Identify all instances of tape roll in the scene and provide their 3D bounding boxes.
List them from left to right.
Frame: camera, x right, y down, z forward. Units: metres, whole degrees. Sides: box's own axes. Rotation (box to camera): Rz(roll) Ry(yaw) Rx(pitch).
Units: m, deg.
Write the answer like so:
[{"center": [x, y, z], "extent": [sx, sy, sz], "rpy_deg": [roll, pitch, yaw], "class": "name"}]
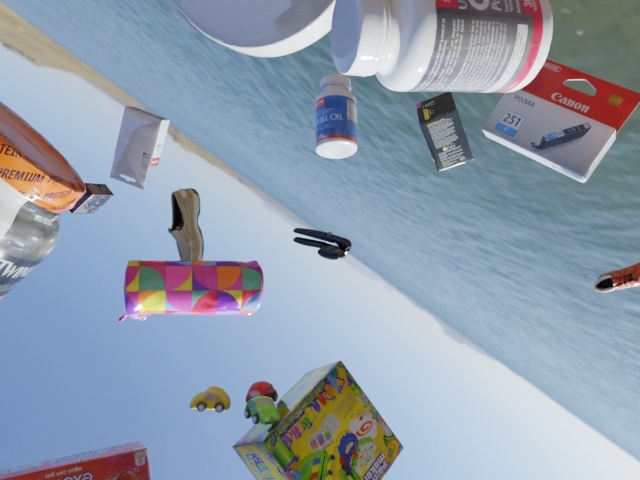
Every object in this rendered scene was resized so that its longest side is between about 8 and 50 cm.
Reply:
[{"center": [-0.100, -0.531, 0.900], "extent": [0.392, 0.392, 0.072], "rpy_deg": [36, -165, 11], "class": "tape roll"}]

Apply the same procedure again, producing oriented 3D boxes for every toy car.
[{"center": [-0.165, 0.380, 1.200], "extent": [0.239, 0.053, 0.225], "rpy_deg": [4, 177, -35], "class": "toy car"}]

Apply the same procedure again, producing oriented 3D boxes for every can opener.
[{"center": [0.000, 0.000, 1.267], "extent": [0.186, 0.059, 0.073], "rpy_deg": [22, -163, 39], "class": "can opener"}]

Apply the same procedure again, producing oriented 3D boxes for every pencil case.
[{"center": [-0.215, 0.083, 0.859], "extent": [0.236, 0.105, 0.104], "rpy_deg": [-1, -167, -17], "class": "pencil case"}]

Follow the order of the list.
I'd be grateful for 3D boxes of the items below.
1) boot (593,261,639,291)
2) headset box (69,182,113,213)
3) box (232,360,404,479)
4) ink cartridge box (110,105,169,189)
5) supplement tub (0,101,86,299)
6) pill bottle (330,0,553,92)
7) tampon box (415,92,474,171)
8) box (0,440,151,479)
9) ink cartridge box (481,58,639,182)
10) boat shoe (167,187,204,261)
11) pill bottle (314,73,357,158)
[{"center": [0.748, 0.092, 1.230], "extent": [0.084, 0.158, 0.059], "rpy_deg": [-8, -104, -43], "class": "boot"}, {"center": [-0.468, -0.084, 1.019], "extent": [0.032, 0.062, 0.083], "rpy_deg": [50, -171, 1], "class": "headset box"}, {"center": [0.000, 0.505, 1.237], "extent": [0.279, 0.290, 0.177], "rpy_deg": [54, 139, 0], "class": "box"}, {"center": [-0.283, -0.144, 0.791], "extent": [0.062, 0.115, 0.029], "rpy_deg": [21, -165, 3], "class": "ink cartridge box"}, {"center": [-0.435, 0.007, 0.533], "extent": [0.207, 0.338, 0.207], "rpy_deg": [46, 177, 3], "class": "supplement tub"}, {"center": [0.185, -0.327, 0.809], "extent": [0.318, 0.176, 0.176], "rpy_deg": [-5, -164, -18], "class": "pill bottle"}, {"center": [0.331, -0.291, 1.360], "extent": [0.161, 0.101, 0.120], "rpy_deg": [59, -158, -33], "class": "tampon box"}, {"center": [-0.413, 0.419, 0.821], "extent": [0.256, 0.123, 0.128], "rpy_deg": [-3, 167, -27], "class": "box"}, {"center": [0.620, -0.331, 1.315], "extent": [0.296, 0.261, 0.066], "rpy_deg": [36, -172, 30], "class": "ink cartridge box"}, {"center": [-0.312, -0.021, 1.139], "extent": [0.068, 0.190, 0.072], "rpy_deg": [3, -169, 34], "class": "boat shoe"}, {"center": [0.043, -0.361, 1.469], "extent": [0.124, 0.222, 0.124], "rpy_deg": [-1, 165, 0], "class": "pill bottle"}]
